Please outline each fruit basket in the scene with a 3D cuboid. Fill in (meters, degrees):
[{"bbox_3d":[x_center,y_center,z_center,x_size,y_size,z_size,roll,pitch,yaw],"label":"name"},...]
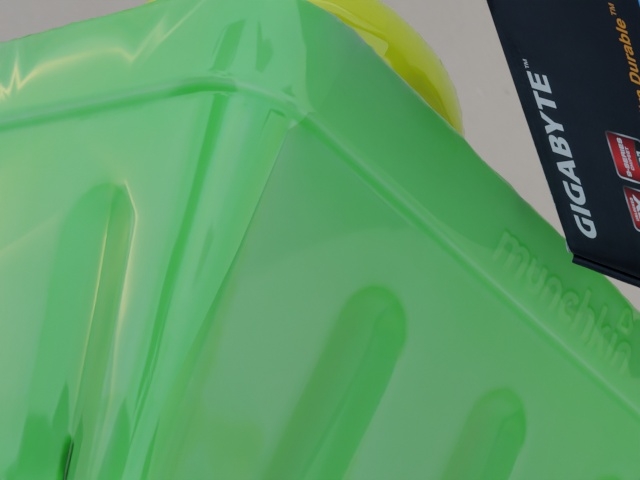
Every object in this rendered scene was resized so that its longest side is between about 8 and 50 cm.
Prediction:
[{"bbox_3d":[0.000,0.000,0.702,0.283,0.392,0.392,-6,81,41],"label":"fruit basket"}]

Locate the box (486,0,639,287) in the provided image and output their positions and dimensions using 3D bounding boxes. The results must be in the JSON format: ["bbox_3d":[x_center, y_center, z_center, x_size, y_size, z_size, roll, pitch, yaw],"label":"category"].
[{"bbox_3d":[0.119,-0.068,0.449,0.051,0.220,0.175,-38,35,-22],"label":"box"}]
